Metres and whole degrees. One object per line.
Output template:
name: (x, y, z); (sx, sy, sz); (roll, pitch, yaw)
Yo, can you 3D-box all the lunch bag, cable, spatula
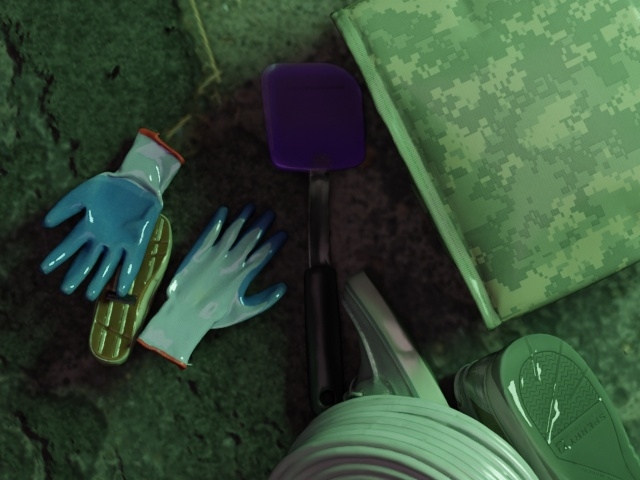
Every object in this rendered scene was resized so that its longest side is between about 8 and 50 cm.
lunch bag: (0.169, -0.108, 1.422); (0.235, 0.169, 0.287); (-26, 91, 6)
cable: (0.069, 0.247, 1.423); (0.257, 0.089, 0.257); (13, 119, 27)
spatula: (0.000, 0.000, 1.509); (0.084, 0.030, 0.296); (-3, 91, -8)

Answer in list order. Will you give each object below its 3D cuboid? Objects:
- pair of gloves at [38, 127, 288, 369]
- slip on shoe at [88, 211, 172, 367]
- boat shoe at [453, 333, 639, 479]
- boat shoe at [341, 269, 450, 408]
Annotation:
pair of gloves: (-0.125, 0.009, 1.504); (0.198, 0.023, 0.159); (34, 74, 5)
slip on shoe: (-0.159, 0.042, 1.525); (0.051, 0.041, 0.135); (14, 74, -1)
boat shoe: (0.212, 0.228, 1.456); (0.118, 0.103, 0.320); (-31, 90, -34)
boat shoe: (0.061, 0.138, 1.478); (0.081, 0.079, 0.227); (-27, 90, 2)
